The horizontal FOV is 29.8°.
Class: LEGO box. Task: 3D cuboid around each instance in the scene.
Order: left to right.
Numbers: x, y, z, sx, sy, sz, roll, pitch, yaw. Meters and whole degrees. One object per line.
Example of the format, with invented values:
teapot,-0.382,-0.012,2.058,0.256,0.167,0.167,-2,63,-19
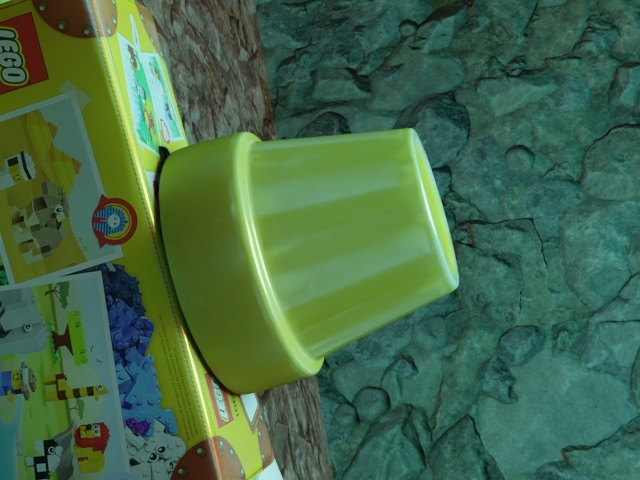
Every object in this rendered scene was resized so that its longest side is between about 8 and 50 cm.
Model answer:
LEGO box,-0.303,0.043,1.212,0.193,0.372,0.500,-3,76,-79

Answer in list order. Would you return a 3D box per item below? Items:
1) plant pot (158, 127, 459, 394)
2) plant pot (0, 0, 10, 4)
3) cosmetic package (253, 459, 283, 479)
plant pot,0.000,0.000,1.179,0.254,0.239,0.254,-16,90,-80
plant pot,-0.399,-0.316,1.498,0.095,0.134,0.134,98,-20,-74
cosmetic package,-0.200,0.406,1.451,0.377,0.284,0.097,-76,148,-72
